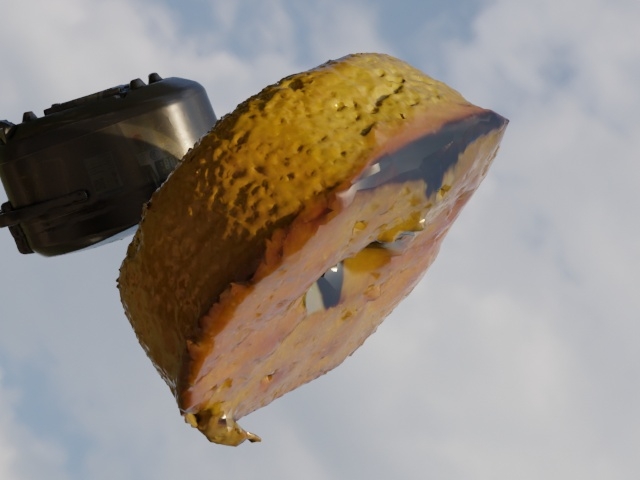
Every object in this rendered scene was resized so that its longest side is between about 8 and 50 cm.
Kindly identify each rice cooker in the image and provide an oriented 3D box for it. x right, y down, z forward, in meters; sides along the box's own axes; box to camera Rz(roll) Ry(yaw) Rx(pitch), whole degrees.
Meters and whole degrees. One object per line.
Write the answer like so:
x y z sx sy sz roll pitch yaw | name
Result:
-0.143 -0.051 1.301 0.165 0.112 0.106 -12 -82 12 | rice cooker

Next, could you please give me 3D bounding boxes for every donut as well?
-0.002 0.001 1.097 0.118 0.253 0.253 48 -31 21 | donut
